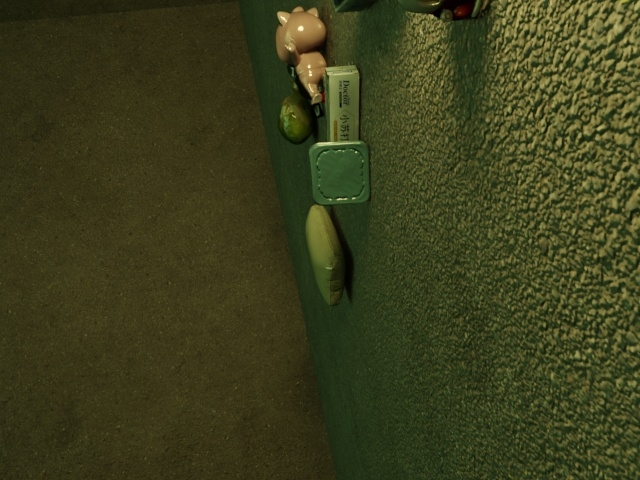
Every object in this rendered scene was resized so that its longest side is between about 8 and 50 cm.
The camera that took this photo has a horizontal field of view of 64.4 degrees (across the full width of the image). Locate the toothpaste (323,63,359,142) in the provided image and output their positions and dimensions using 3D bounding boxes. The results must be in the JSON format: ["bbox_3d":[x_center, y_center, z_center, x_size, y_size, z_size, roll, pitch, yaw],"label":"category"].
[{"bbox_3d":[0.058,-0.312,1.379,0.071,0.089,0.313,-101,7,-51],"label":"toothpaste"}]

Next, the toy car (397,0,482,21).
[{"bbox_3d":[0.156,-0.363,0.714,0.139,0.112,0.112,-123,24,-64],"label":"toy car"}]

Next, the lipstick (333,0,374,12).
[{"bbox_3d":[0.094,-0.524,1.005,0.289,0.076,0.077,-145,48,-73],"label":"lipstick"}]

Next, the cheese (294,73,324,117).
[{"bbox_3d":[-0.027,-0.499,1.735,0.036,0.086,0.162,-57,-53,-67],"label":"cheese"}]

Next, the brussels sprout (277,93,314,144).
[{"bbox_3d":[-0.090,-0.454,1.927,0.181,0.143,0.161,74,-146,-56],"label":"brussels sprout"}]

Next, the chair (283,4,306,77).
[{"bbox_3d":[-0.064,-0.670,1.721,0.095,0.104,0.222,-64,-19,-52],"label":"chair"}]

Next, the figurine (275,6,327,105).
[{"bbox_3d":[-0.053,-0.555,1.557,0.186,0.176,0.287,-1,115,55],"label":"figurine"}]

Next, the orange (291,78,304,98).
[{"bbox_3d":[-0.059,-0.544,1.803,0.095,0.085,0.085,70,-176,-61],"label":"orange"}]

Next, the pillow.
[{"bbox_3d":[0.016,0.051,1.869,0.255,0.119,0.322,90,165,-46],"label":"pillow"}]

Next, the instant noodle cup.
[{"bbox_3d":[0.054,-0.186,1.371,0.070,0.157,0.179,-85,-9,-62],"label":"instant noodle cup"}]
